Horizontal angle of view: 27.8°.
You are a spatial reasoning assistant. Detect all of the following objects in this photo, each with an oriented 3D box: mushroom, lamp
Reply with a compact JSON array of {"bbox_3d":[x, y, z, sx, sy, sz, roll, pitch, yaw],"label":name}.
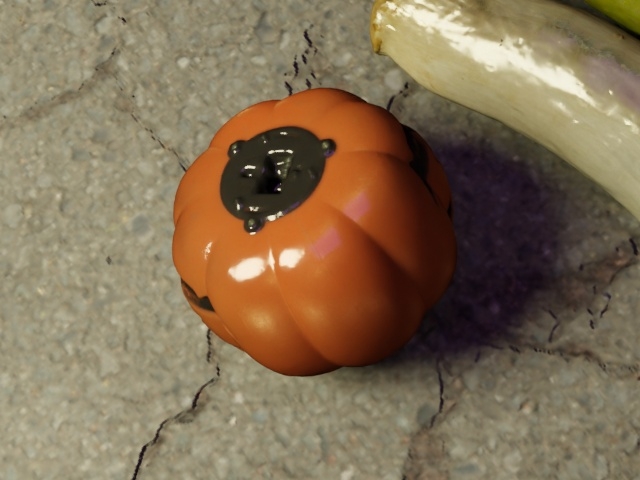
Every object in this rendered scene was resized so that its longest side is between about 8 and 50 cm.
[{"bbox_3d":[0.179,-0.096,0.908,0.351,0.095,0.122,42,100,19],"label":"mushroom"},{"bbox_3d":[0.000,0.000,0.852,0.188,0.164,0.187,-16,50,20],"label":"lamp"}]

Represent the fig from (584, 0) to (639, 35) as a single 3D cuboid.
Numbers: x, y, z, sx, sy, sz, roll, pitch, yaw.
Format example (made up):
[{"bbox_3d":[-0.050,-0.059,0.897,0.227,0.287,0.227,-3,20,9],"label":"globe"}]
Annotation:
[{"bbox_3d":[0.286,-0.289,0.894,0.258,0.258,0.326,24,56,14],"label":"fig"}]
